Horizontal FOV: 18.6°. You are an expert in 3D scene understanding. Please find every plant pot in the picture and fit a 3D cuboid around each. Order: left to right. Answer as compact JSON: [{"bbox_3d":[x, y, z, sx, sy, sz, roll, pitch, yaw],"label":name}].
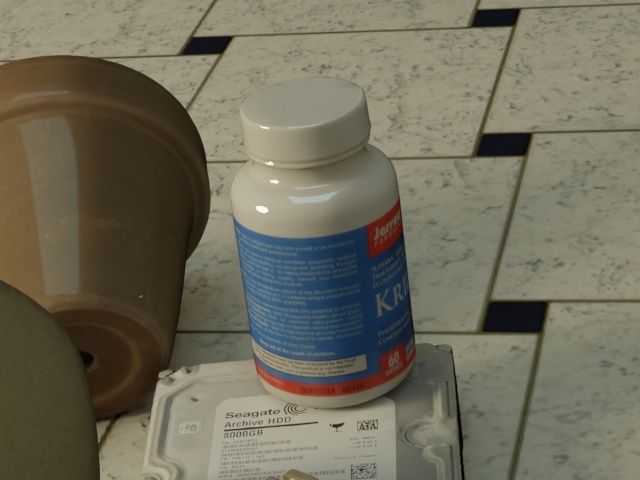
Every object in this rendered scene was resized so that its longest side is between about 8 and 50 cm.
[{"bbox_3d":[-0.209,0.020,1.598,0.263,0.263,0.229,-10,47,-3],"label":"plant pot"}]

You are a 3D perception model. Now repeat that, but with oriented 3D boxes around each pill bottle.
[{"bbox_3d":[0.000,0.000,1.427,0.124,0.222,0.124,-6,28,3],"label":"pill bottle"}]

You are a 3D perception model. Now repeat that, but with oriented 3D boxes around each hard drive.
[{"bbox_3d":[-0.013,0.189,1.380,0.236,0.064,0.339,-5,27,5],"label":"hard drive"}]

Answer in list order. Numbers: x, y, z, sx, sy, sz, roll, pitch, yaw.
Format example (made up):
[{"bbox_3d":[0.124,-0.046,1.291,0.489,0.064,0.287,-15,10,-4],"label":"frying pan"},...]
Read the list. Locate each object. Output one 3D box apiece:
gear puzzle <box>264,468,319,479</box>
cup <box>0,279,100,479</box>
[{"bbox_3d":[0.023,0.215,1.071,0.044,0.175,0.339,-37,33,-31],"label":"gear puzzle"},{"bbox_3d":[-0.272,0.208,1.183,0.331,0.331,0.237,-15,44,-12],"label":"cup"}]
